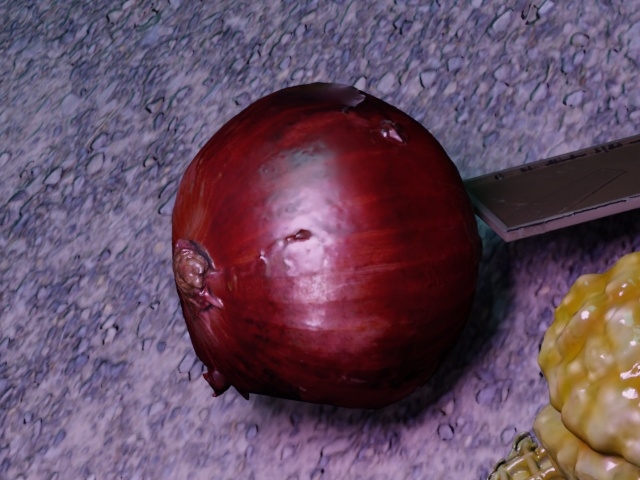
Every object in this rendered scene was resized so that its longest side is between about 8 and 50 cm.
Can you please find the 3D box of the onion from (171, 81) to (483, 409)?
[{"bbox_3d":[0.008,0.001,1.974,0.341,0.341,0.341,-19,40,17],"label":"onion"}]

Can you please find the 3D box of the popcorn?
[{"bbox_3d":[0.346,0.110,1.663,0.335,0.279,0.274,-39,26,1],"label":"popcorn"}]

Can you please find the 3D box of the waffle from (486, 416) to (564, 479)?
[{"bbox_3d":[0.221,0.231,1.812,0.169,0.036,0.183,9,52,43],"label":"waffle"}]

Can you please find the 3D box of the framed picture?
[{"bbox_3d":[0.274,-0.059,2.001,0.250,0.016,0.184,-15,20,-10],"label":"framed picture"}]
